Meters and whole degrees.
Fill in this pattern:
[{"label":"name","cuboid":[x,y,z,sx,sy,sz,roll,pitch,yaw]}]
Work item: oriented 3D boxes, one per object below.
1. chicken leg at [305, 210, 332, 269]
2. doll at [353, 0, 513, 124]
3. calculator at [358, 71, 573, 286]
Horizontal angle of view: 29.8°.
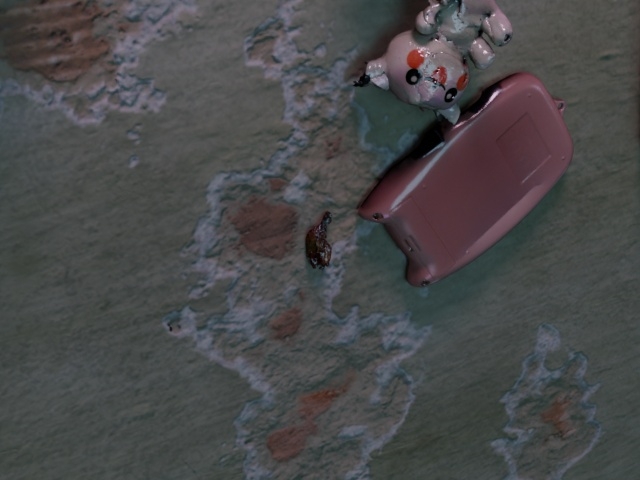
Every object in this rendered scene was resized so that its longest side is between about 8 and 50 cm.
[{"label":"chicken leg","cuboid":[-0.002,0.001,1.617,0.036,0.021,0.083,-4,113,-14]},{"label":"doll","cuboid":[0.148,-0.243,1.520,0.149,0.095,0.192,26,103,-28]},{"label":"calculator","cuboid":[0.220,-0.087,1.668,0.330,0.048,0.220,-42,125,-5]}]
